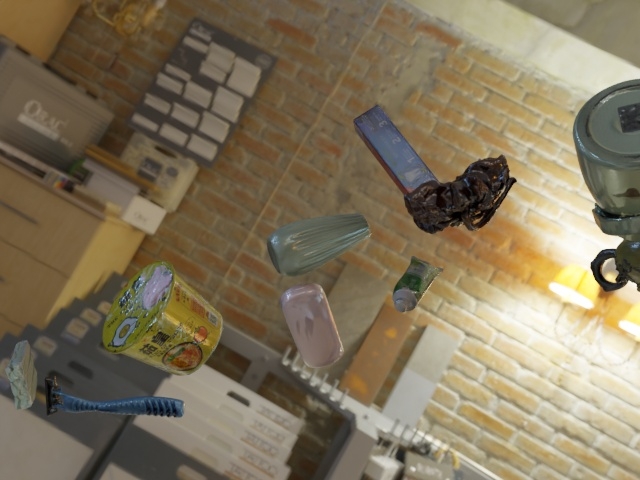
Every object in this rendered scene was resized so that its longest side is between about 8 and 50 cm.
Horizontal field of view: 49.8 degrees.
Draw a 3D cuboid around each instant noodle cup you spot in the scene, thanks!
[{"bbox_3d":[-0.479,0.262,2.157,0.254,0.325,0.325,41,-9,-34],"label":"instant noodle cup"}]

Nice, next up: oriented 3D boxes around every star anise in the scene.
[{"bbox_3d":[0.278,-0.080,1.357,0.190,0.220,0.125,31,36,-58],"label":"star anise"}]

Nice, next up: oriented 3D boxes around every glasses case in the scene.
[{"bbox_3d":[-0.019,0.220,1.745,0.075,0.113,0.296,-109,-178,-47],"label":"glasses case"}]

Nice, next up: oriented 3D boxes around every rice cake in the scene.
[{"bbox_3d":[-0.708,0.315,1.644,0.038,0.124,0.211,-12,17,-16],"label":"rice cake"}]

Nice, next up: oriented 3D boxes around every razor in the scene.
[{"bbox_3d":[-0.373,0.297,1.247,0.253,0.082,0.042,5,20,-3],"label":"razor"}]

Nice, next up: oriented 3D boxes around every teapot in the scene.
[{"bbox_3d":[0.740,0.064,1.531,0.269,0.182,0.173,-20,-16,39],"label":"teapot"}]

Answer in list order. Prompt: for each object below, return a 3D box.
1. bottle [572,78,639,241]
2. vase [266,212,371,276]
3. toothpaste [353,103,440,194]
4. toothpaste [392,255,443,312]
[{"bbox_3d":[0.617,-0.114,1.334,0.229,0.229,0.351,27,-17,38],"label":"bottle"},{"bbox_3d":[0.000,0.000,1.670,0.128,0.248,0.128,161,-90,-77],"label":"vase"},{"bbox_3d":[0.192,-0.178,1.613,0.320,0.076,0.066,57,-2,24],"label":"toothpaste"},{"bbox_3d":[0.195,0.088,1.426,0.078,0.046,0.248,24,25,13],"label":"toothpaste"}]
